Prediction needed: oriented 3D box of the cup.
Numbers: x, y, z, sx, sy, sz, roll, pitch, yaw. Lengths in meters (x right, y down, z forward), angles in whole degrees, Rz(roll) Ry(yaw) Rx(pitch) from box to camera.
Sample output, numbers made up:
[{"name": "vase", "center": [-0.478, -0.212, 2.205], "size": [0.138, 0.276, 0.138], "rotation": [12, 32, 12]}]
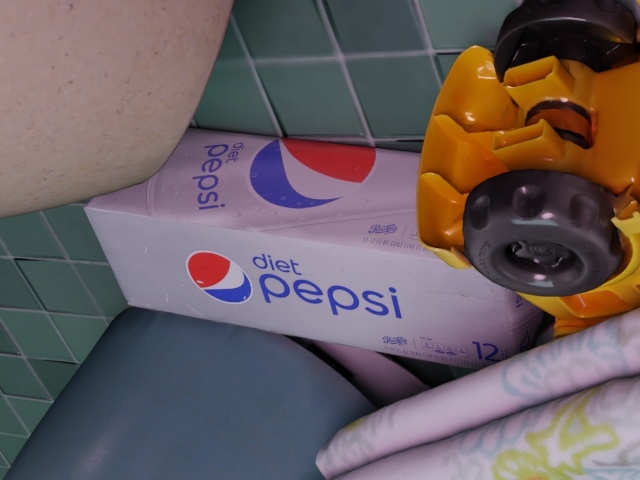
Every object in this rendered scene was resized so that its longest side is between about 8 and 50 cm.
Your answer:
[{"name": "cup", "center": [-0.179, -0.141, 0.666], "size": [0.237, 0.331, 0.331], "rotation": [16, 147, -23]}]

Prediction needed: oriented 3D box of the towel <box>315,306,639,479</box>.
[{"name": "towel", "center": [0.206, 0.174, 0.720], "size": [0.320, 0.090, 0.374], "rotation": [38, 138, -22]}]

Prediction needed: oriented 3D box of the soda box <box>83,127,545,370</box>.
[{"name": "soda box", "center": [0.000, 0.000, 0.838], "size": [0.286, 0.091, 0.098], "rotation": [8, 137, 26]}]

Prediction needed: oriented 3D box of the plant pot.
[{"name": "plant pot", "center": [-0.103, 0.226, 0.909], "size": [0.293, 0.235, 0.293], "rotation": [23, 140, 21]}]

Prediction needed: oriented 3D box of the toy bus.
[{"name": "toy bus", "center": [0.192, -0.023, 0.667], "size": [0.220, 0.149, 0.211], "rotation": [-15, 136, 39]}]

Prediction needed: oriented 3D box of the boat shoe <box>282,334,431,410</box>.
[{"name": "boat shoe", "center": [0.018, 0.099, 0.956], "size": [0.219, 0.078, 0.070], "rotation": [45, 180, -9]}]

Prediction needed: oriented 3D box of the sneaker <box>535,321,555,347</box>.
[{"name": "sneaker", "center": [0.232, 0.160, 0.847], "size": [0.252, 0.111, 0.103], "rotation": [33, 141, -3]}]
